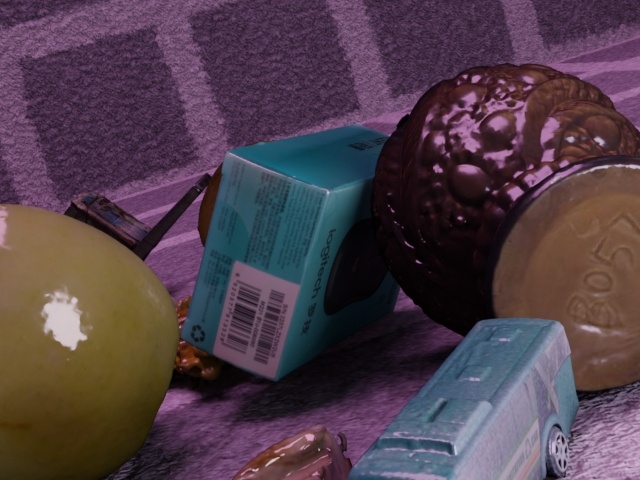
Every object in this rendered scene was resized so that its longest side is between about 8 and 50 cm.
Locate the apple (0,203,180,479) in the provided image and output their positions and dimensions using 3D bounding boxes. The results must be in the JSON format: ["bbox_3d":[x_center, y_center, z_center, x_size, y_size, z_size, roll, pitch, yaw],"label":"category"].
[{"bbox_3d":[-0.276,0.121,1.017,0.258,0.233,0.295,19,-24,-24],"label":"apple"}]

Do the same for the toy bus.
[{"bbox_3d":[0.100,0.141,0.749,0.091,0.109,0.262,-3,17,28],"label":"toy bus"}]

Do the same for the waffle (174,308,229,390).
[{"bbox_3d":[-0.186,0.132,1.289,0.293,0.069,0.260,-14,8,16],"label":"waffle"}]

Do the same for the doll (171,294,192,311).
[{"bbox_3d":[-0.233,0.106,1.503,0.143,0.057,0.099,-17,7,26],"label":"doll"}]

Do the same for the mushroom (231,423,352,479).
[{"bbox_3d":[-0.029,0.191,0.758,0.094,0.072,0.210,-13,8,7],"label":"mushroom"}]

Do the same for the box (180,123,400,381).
[{"bbox_3d":[0.000,0.000,1.168,0.118,0.205,0.311,24,19,20],"label":"box"}]

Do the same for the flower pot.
[{"bbox_3d":[0.196,-0.007,0.982,0.267,0.266,0.267,-17,21,-4],"label":"flower pot"}]

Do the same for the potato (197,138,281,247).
[{"bbox_3d":[-0.087,-0.051,1.698,0.173,0.210,0.307,15,4,-1],"label":"potato"}]

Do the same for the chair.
[{"bbox_3d":[-0.306,-0.027,1.700,0.270,0.147,0.136,-51,6,12],"label":"chair"}]
